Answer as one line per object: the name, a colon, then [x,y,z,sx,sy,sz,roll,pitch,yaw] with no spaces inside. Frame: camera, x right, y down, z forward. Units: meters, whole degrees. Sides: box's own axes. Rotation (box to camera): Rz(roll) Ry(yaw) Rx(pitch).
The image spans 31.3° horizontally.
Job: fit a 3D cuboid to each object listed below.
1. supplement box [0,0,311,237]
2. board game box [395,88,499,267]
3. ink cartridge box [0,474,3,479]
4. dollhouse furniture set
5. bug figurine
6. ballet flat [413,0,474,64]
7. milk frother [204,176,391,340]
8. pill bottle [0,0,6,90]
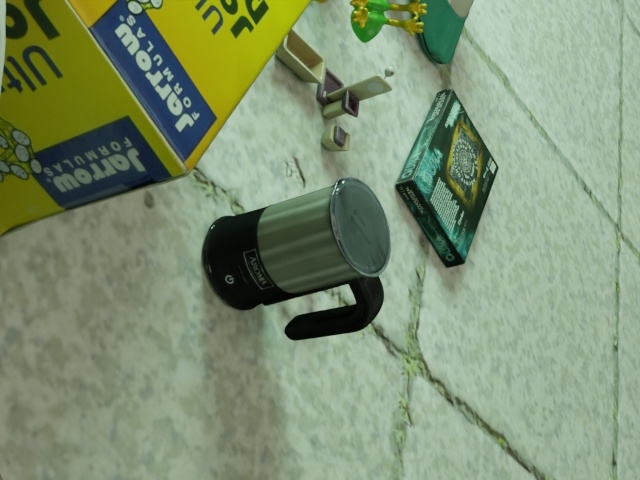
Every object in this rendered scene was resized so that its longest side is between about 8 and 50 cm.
supplement box: [-0.140,-0.196,0.797,0.195,0.194,0.356,56,38,-25]
board game box: [0.149,-0.075,1.316,0.126,0.026,0.186,56,38,-25]
ink cartridge box: [-0.239,0.239,0.573,0.235,0.088,0.193,-33,103,-56]
dollhouse furniture set: [0.015,-0.157,1.106,0.114,0.081,0.091,38,48,-41]
bug figurine: [0.011,-0.309,1.096,0.279,0.072,0.216,6,93,-35]
ballet flat: [0.151,-0.339,1.372,0.083,0.087,0.247,9,70,-55]
milk frother: [0.000,0.000,0.973,0.129,0.135,0.143,54,38,-28]
pill bottle: [-0.312,-0.100,0.480,0.318,0.176,0.176,0,76,-34]
